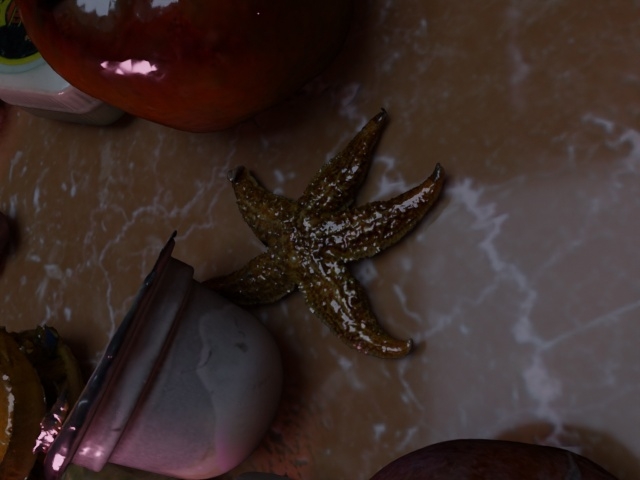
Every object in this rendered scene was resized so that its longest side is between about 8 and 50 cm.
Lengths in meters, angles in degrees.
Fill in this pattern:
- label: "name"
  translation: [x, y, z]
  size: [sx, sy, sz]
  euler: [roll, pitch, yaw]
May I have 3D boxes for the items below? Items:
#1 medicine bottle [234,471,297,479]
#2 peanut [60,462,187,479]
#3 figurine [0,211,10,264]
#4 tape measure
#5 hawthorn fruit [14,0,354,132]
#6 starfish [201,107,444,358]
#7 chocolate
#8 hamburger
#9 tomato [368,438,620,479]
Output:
- label: "medicine bottle"
  translation: [-0.052, 0.275, 0.475]
  size: [0.086, 0.086, 0.183]
  euler: [16, 86, 31]
- label: "peanut"
  translation: [-0.155, 0.218, 0.548]
  size: [0.187, 0.082, 0.082]
  euler: [8, 83, 31]
- label: "figurine"
  translation: [-0.395, -0.011, 0.744]
  size: [0.083, 0.071, 0.067]
  euler: [37, 55, 23]
- label: "tape measure"
  translation: [-0.273, -0.250, 0.711]
  size: [0.207, 0.115, 0.235]
  euler: [10, 80, 25]
- label: "hawthorn fruit"
  translation: [-0.114, -0.225, 0.503]
  size: [0.268, 0.301, 0.267]
  euler: [1, 96, 11]
- label: "starfish"
  translation: [0.000, 0.000, 0.540]
  size: [0.227, 0.043, 0.240]
  euler: [-45, 64, 14]
- label: "chocolate"
  translation: [-0.109, 0.116, 0.505]
  size: [0.147, 0.221, 0.221]
  euler: [34, 97, -10]
- label: "hamburger"
  translation: [-0.308, 0.180, 0.623]
  size: [0.182, 0.118, 0.191]
  euler: [-35, 61, 21]
- label: "tomato"
  translation: [0.095, 0.216, 0.334]
  size: [0.188, 0.232, 0.232]
  euler: [-50, 59, 30]
